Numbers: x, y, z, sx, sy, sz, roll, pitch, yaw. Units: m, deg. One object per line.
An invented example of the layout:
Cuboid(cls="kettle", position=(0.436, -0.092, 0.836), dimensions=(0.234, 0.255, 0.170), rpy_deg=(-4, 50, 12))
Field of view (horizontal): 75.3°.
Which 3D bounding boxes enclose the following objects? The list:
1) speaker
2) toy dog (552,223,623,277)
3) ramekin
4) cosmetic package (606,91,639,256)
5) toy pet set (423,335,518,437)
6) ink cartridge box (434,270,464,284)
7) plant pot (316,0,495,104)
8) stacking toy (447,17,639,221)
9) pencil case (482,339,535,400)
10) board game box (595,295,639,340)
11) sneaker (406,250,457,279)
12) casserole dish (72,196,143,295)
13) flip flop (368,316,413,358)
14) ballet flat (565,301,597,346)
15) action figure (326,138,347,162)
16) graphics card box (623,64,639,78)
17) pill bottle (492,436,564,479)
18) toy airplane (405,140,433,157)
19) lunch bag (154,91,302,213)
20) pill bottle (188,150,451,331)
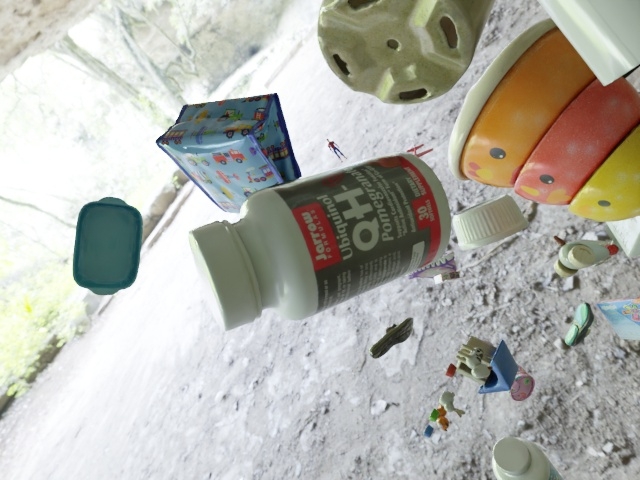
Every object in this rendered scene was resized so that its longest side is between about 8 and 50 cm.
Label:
Cuboid(cls="speaker", position=(0.158, -0.163, 0.249), dimensions=(0.055, 0.136, 0.055), rpy_deg=(-36, -3, -2))
Cuboid(cls="toy dog", position=(1.037, 0.014, 1.608), dimensions=(0.161, 0.333, 0.220), rpy_deg=(65, 149, 22))
Cuboid(cls="ramekin", position=(0.502, -0.058, 1.253), dimensions=(0.207, 0.109, 0.207), rpy_deg=(-23, -1, 0))
Cuboid(cls="cosmetic package", position=(1.076, -0.212, 1.244), dimensions=(0.327, 0.394, 0.330), rpy_deg=(-10, 46, 12))
Cuboid(cls="toy pet set", position=(0.187, 0.177, 0.495), dimensions=(0.065, 0.122, 0.114), rpy_deg=(25, 37, 27))
Cuboid(cls="ink cartridge box", position=(0.430, 0.123, 1.391), dimensions=(0.115, 0.062, 0.029), rpy_deg=(99, 161, -76))
Cuboid(cls="plant pot", position=(0.138, -0.396, 0.629), dimensions=(0.333, 0.333, 0.306), rpy_deg=(-10, 55, 52))
Cuboid(cls="stacking toy", position=(0.518, -0.154, 0.768), dimensions=(0.351, 0.350, 0.480), rpy_deg=(-49, 63, 4))
Cuboid(cls="pencil case", position=(0.728, 0.519, 1.684), dimensions=(0.124, 0.124, 0.284), rpy_deg=(-48, 24, 4))
Cuboid(cls="board game box", position=(1.008, 0.252, 1.335), dimensions=(0.027, 0.145, 0.281), rpy_deg=(-31, -14, 1))
Cuboid(cls="sneaker", position=(0.485, 0.134, 1.796), dimensions=(0.236, 0.105, 0.095), rpy_deg=(-26, 3, 30))
Cuboid(cls="casserole dish", position=(-0.408, 0.010, 0.798), dimensions=(0.037, 0.114, 0.189), rpy_deg=(10, 94, 61))
Cuboid(cls="flip flop", position=(0.304, 0.409, 1.797), dimensions=(0.277, 0.112, 0.080), rpy_deg=(-29, 40, -26))
Cuboid(cls="ballet flat", position=(0.977, 0.311, 1.543), dimensions=(0.074, 0.074, 0.203), rpy_deg=(-106, 16, -58))
Cuboid(cls="action figure", position=(0.063, -0.377, 1.722), dimensions=(0.038, 0.115, 0.030), rpy_deg=(-41, -6, 13))
Cuboid(cls="graphics card box", position=(0.805, -0.494, 1.148), dimensions=(0.370, 0.094, 0.233), rpy_deg=(-37, 0, -9))
Cuboid(cls="pill bottle", position=(0.575, 0.650, 1.153), dimensions=(0.146, 0.264, 0.146), rpy_deg=(-31, 29, 19))
Cuboid(cls="toy airplane", position=(0.349, -0.316, 1.522), dimensions=(0.151, 0.151, 0.028), rpy_deg=(-34, 59, 30))
Cuboid(cls="lunch bag", position=(-0.158, -0.139, 0.883), dimensions=(0.220, 0.293, 0.138), rpy_deg=(2, 50, 23))
Cuboid(cls="pill bottle", position=(0.000, 0.000, 0.555), dimensions=(0.318, 0.177, 0.176), rpy_deg=(-20, 18, -23))
